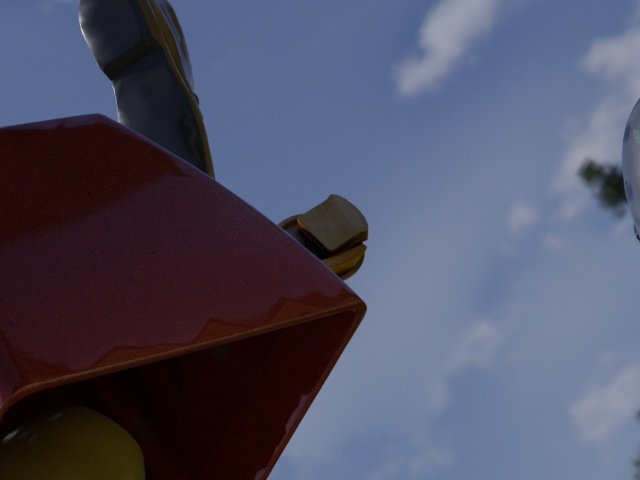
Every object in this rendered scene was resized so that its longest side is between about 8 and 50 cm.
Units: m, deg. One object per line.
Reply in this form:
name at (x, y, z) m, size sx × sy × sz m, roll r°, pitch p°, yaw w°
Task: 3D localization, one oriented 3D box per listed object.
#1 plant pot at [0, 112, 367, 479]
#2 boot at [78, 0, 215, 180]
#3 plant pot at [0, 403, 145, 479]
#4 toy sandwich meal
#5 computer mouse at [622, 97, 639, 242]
plant pot at (-0.179, 0.067, 1.191) m, size 0.267 × 0.236 × 0.267 m, roll -13°, pitch -35°, yaw -40°
boot at (-0.161, -0.140, 1.998) m, size 0.112 × 0.305 × 0.115 m, roll -22°, pitch -10°, yaw 26°
plant pot at (-0.162, 0.160, 1.153) m, size 0.134 × 0.134 × 0.095 m, roll 87°, pitch -153°, yaw -52°
toy sandwich meal at (0.000, 0.000, 1.443) m, size 0.085 × 0.085 × 0.029 m, roll -40°, pitch -27°, yaw -36°
computer mouse at (0.233, -0.018, 1.216) m, size 0.272 × 0.072 × 0.188 m, roll 87°, pitch 177°, yaw -59°
